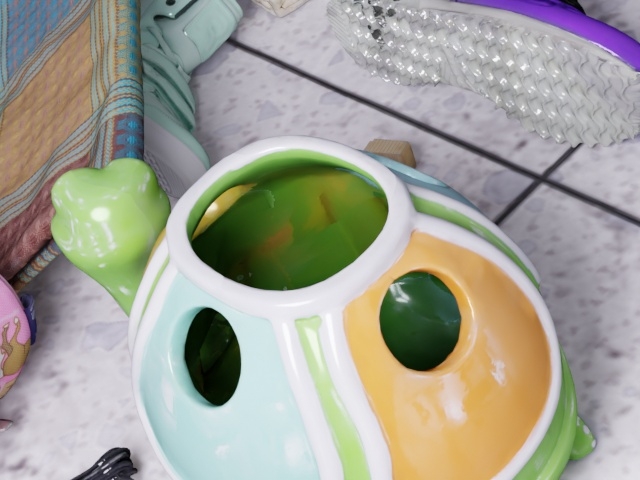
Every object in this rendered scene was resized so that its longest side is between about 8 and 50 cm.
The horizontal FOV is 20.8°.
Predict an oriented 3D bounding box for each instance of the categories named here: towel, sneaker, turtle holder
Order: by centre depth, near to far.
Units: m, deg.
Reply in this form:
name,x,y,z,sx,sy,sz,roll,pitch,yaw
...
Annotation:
name,x,y,z,sx,sy,sz,roll,pitch,yaw
turtle holder,-0.002,0.043,1.016,0.243,0.227,0.320,-27,44,-4
sneaker,0.149,-0.171,1.272,0.293,0.102,0.146,24,59,40
towel,-0.226,-0.103,1.321,0.271,0.040,0.370,-41,35,28
sneaker,-0.115,-0.137,1.356,0.151,0.094,0.256,-37,40,-6

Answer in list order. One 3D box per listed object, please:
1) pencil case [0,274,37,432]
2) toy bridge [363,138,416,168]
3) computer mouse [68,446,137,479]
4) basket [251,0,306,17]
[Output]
name,x,y,z,sx,sy,sz,roll,pitch,yaw
pencil case,-0.305,0.174,1.060,0.167,0.160,0.386,28,50,-11
toy bridge,0.000,0.000,1.218,0.063,0.026,0.188,8,50,32
computer mouse,-0.167,0.180,1.038,0.106,0.042,0.193,-20,14,4
basket,-0.014,-0.278,1.457,0.167,0.103,0.113,-37,43,-14
